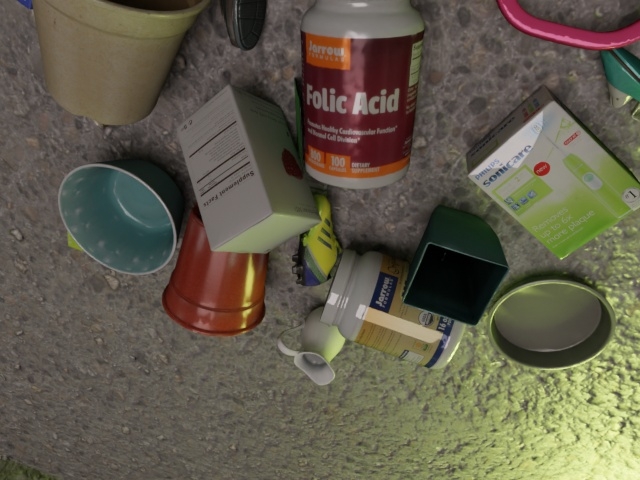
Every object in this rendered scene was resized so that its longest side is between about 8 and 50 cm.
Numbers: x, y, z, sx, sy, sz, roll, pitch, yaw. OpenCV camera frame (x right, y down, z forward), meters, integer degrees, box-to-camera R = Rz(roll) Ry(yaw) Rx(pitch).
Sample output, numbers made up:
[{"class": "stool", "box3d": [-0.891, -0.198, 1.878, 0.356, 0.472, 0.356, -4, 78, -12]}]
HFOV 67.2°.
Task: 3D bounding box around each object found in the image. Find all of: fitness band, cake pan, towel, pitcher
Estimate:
[{"class": "fitness band", "box3d": [0.442, -0.438, 0.803, 0.290, 0.054, 0.209, 19, 113, 10]}, {"class": "cake pan", "box3d": [0.570, 0.203, 1.209, 0.292, 0.054, 0.293, 7, 123, 10]}, {"class": "towel", "box3d": [-0.038, -0.129, 1.174, 0.113, 0.023, 0.152, 11, 124, 6]}, {"class": "pitcher", "box3d": [-0.020, 0.260, 1.307, 0.177, 0.207, 0.125, 36, 124, -9]}]

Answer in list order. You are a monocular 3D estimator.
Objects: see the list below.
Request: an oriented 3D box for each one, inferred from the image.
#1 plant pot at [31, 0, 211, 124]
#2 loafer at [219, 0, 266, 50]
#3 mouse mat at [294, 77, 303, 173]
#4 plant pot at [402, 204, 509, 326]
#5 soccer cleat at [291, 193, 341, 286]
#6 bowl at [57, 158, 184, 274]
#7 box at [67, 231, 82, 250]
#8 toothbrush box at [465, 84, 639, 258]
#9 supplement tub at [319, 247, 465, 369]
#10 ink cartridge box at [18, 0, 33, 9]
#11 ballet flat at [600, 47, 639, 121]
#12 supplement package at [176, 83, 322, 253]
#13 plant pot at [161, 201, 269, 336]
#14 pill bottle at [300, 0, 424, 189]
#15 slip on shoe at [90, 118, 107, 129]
[{"class": "plant pot", "box3d": [-0.411, -0.411, 0.939, 0.333, 0.334, 0.305, 31, 135, -6]}, {"class": "loafer", "box3d": [-0.160, -0.514, 0.933, 0.084, 0.096, 0.268, 20, 120, 26]}, {"class": "mouse mat", "box3d": [-0.045, -0.243, 1.007, 0.007, 0.190, 0.153, -3, 123, -3]}, {"class": "plant pot", "box3d": [0.289, 0.031, 1.063, 0.165, 0.234, 0.166, 17, 124, 2]}, {"class": "soccer cleat", "box3d": [0.000, 0.000, 1.206, 0.121, 0.093, 0.289, -6, 133, -18]}, {"class": "bowl", "box3d": [-0.480, -0.084, 1.234, 0.311, 0.163, 0.312, 6, 123, 10]}, {"class": "box", "box3d": [-0.644, -0.004, 1.401, 0.178, 0.042, 0.109, 19, 125, 3]}, {"class": "toothbrush box", "box3d": [0.472, -0.133, 0.981, 0.283, 0.122, 0.206, 40, 123, -10]}, {"class": "supplement tub", "box3d": [0.175, 0.160, 1.179, 0.316, 0.228, 0.228, 19, 125, 2]}, {"class": "ink cartridge box", "box3d": [-0.655, -0.628, 0.995, 0.311, 0.065, 0.186, 35, 124, -11]}, {"class": "ballet flat", "box3d": [0.596, -0.267, 0.890, 0.247, 0.083, 0.087, 30, 138, -3]}, {"class": "supplement package", "box3d": [-0.152, -0.139, 1.022, 0.175, 0.177, 0.293, -28, 73, 28]}, {"class": "plant pot", "box3d": [-0.245, 0.051, 1.215, 0.272, 0.272, 0.265, 18, 116, 3]}, {"class": "pill bottle", "box3d": [0.075, -0.316, 0.903, 0.223, 0.224, 0.393, 6, 123, 11]}, {"class": "slip on shoe", "box3d": [-0.571, -0.331, 1.175, 0.135, 0.051, 0.041, 43, 83, -5]}]
